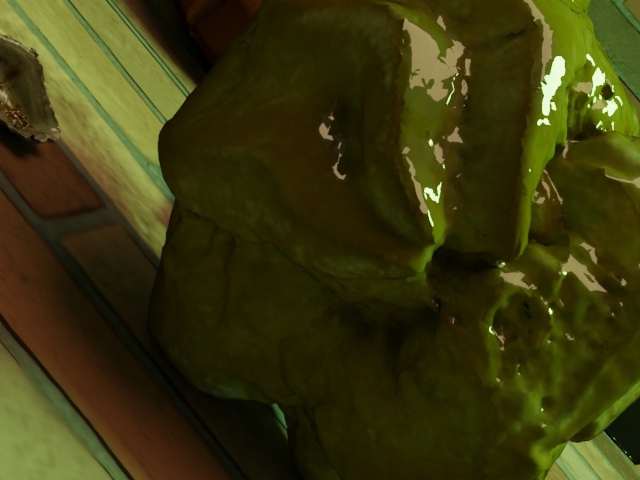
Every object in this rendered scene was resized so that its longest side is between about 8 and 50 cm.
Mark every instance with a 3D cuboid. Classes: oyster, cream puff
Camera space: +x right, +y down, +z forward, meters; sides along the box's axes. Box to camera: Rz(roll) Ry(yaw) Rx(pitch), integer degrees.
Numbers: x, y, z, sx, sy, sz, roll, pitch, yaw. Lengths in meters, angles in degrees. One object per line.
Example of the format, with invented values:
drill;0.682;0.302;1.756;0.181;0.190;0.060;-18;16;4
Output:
oyster;-0.186;-0.092;0.707;0.093;0.034;0.051;60;30;-5
cream puff;0.069;-0.020;0.653;0.270;0.323;0.274;34;-13;38

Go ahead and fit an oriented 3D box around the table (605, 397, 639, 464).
table;0.395;0.133;1.547;0.193;0.172;0.169;48;15;-10

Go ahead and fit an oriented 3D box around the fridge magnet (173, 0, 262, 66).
fridge magnet;-0.014;-0.206;1.235;0.363;0.155;0.363;45;15;-16
